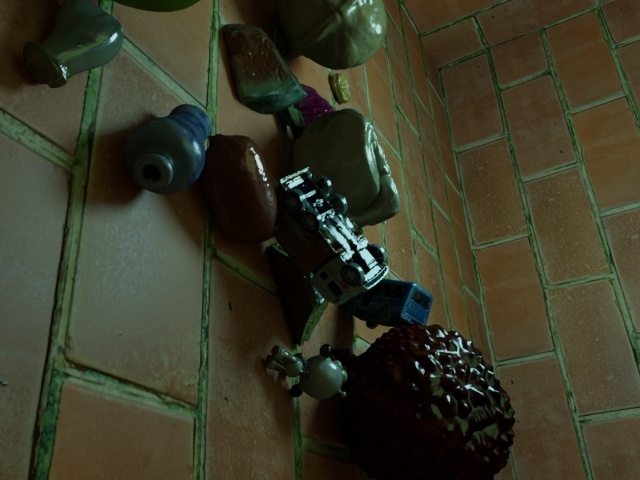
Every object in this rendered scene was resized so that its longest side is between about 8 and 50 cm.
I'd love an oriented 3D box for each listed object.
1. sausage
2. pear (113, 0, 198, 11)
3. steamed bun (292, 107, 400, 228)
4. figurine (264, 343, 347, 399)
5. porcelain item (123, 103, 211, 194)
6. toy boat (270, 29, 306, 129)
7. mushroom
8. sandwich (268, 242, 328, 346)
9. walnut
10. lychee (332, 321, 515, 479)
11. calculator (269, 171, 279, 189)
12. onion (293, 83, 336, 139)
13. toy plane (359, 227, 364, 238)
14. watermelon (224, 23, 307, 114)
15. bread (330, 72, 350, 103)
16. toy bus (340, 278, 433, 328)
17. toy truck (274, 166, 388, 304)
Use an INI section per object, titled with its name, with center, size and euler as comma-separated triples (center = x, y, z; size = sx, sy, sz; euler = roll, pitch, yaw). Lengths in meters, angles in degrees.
[sausage]
center = -0.166, -0.104, 1.353
size = 0.148, 0.148, 0.254
euler = -54, 131, -61
[pear]
center = -0.385, -0.554, 1.106
size = 0.318, 0.239, 0.342
euler = -32, 109, -53
[steamed bun]
center = 0.052, -0.174, 1.747
size = 0.367, 0.255, 0.342
euler = -109, 174, -86
[figurine]
center = -0.028, 0.285, 1.426
size = 0.197, 0.147, 0.093
euler = 32, 13, -14
[porcelain item]
center = -0.274, -0.173, 1.193
size = 0.141, 0.141, 0.259
euler = 61, 16, -25
[toy boat]
center = -0.105, -0.444, 1.829
size = 0.093, 0.055, 0.292
euler = 5, 70, -64
[mushroom]
center = -0.404, -0.321, 1.072
size = 0.116, 0.093, 0.225
euler = 40, 47, -27
[sandwich]
center = -0.047, 0.115, 1.540
size = 0.094, 0.096, 0.257
euler = -10, 81, -61
[walnut]
center = 0.028, -0.675, 1.906
size = 0.381, 0.382, 0.381
euler = 45, 36, -47
[lychee]
center = 0.230, 0.399, 1.588
size = 0.500, 0.424, 0.425
euler = 35, 17, 17
[calculator]
center = -0.174, -0.138, 1.506
size = 0.236, 0.033, 0.157
euler = 40, 41, -47
[onion]
center = 0.007, -0.370, 1.960
size = 0.250, 0.111, 0.247
euler = 20, 58, -59
[toy plane]
center = 0.119, 0.014, 1.947
size = 0.092, 0.108, 0.286
euler = 55, 27, -34
[watermelon]
center = -0.159, -0.469, 1.683
size = 0.256, 0.140, 0.193
euler = 66, 16, 3
[bread]
center = 0.070, -0.536, 2.284
size = 0.083, 0.044, 0.110
euler = -31, 105, -64
[toy bus]
center = 0.178, 0.171, 1.766
size = 0.114, 0.246, 0.134
euler = 34, 72, -34
[toy truck]
center = 0.000, 0.000, 1.463
size = 0.305, 0.162, 0.136
euler = 52, 39, 3
